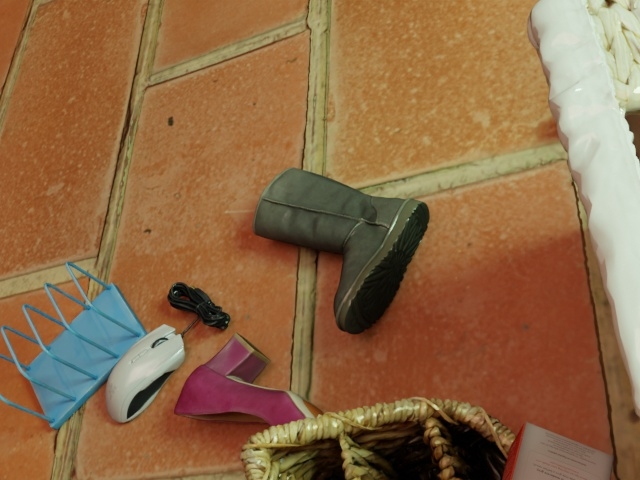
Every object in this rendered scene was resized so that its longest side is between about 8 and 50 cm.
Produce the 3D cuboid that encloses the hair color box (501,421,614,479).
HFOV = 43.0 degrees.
[{"bbox_3d":[0.158,0.208,0.577,0.072,0.043,0.141,21,49,10],"label":"hair color box"}]

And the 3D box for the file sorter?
[{"bbox_3d":[-0.333,0.130,1.044,0.170,0.104,0.118,-45,49,0],"label":"file sorter"}]

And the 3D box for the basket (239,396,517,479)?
[{"bbox_3d":[0.103,0.266,0.610,0.214,0.223,0.299,-28,50,14],"label":"basket"}]

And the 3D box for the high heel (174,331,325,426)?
[{"bbox_3d":[-0.066,0.198,0.849,0.117,0.082,0.244,-50,49,-4],"label":"high heel"}]

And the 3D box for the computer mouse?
[{"bbox_3d":[-0.202,0.139,0.997,0.193,0.042,0.106,-50,50,-4],"label":"computer mouse"}]

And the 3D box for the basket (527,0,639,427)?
[{"bbox_3d":[0.328,0.004,0.562,0.267,0.331,0.328,-17,55,20],"label":"basket"}]

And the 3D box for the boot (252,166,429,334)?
[{"bbox_3d":[0.000,0.002,0.934,0.209,0.076,0.189,17,58,31],"label":"boot"}]
